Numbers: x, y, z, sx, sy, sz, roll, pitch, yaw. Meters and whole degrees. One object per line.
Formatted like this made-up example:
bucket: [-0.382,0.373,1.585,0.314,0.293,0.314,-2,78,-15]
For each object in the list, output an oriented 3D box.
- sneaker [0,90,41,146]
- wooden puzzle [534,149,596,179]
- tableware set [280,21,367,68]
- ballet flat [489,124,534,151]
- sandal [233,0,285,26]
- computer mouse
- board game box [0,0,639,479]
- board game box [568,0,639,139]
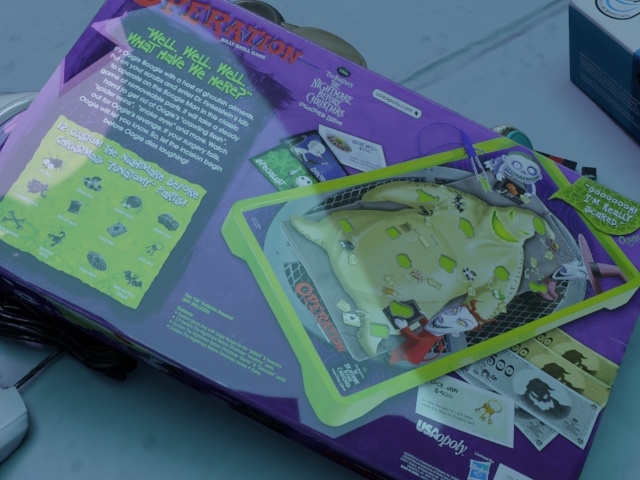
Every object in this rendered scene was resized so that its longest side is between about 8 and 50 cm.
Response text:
sneaker: [-0.268,-0.005,0.597,0.305,0.114,0.152,-28,26,-21]
wooden puzzle: [0.146,-0.042,0.660,0.083,0.006,0.049,19,54,17]
tableware set: [-0.011,-0.101,0.666,0.141,0.020,0.169,0,48,-35]
ballet flat: [0.088,-0.005,0.611,0.052,0.057,0.168,-5,43,45]
sandal: [-0.081,-0.114,0.694,0.090,0.060,0.219,16,53,15]
computer mouse: [-0.203,0.102,0.535,0.106,0.042,0.193,29,58,23]
board game box: [0.000,0.000,0.529,0.346,0.056,0.208,27,71,4]
board game box: [0.380,-0.142,0.639,0.336,0.079,0.254,-28,49,-7]
